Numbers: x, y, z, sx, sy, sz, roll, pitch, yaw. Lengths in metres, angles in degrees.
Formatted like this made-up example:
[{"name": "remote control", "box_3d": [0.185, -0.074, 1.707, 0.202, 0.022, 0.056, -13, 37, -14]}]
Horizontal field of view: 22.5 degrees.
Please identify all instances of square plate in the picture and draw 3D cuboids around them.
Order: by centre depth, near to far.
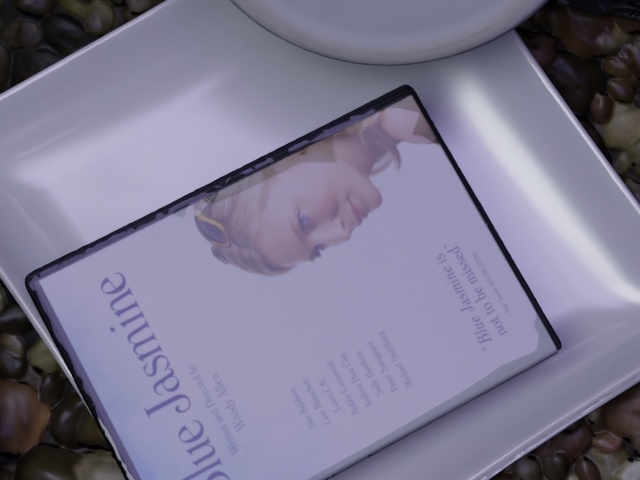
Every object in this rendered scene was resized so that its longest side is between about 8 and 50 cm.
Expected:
[{"name": "square plate", "box_3d": [0.000, 0.000, 0.955, 0.344, 0.049, 0.347, -32, 82, -11]}]

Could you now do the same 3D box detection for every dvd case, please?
[{"name": "dvd case", "box_3d": [-0.015, 0.042, 0.907, 0.253, 0.022, 0.180, -28, 81, -10]}]

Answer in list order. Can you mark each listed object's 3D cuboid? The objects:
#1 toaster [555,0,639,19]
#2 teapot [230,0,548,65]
[{"name": "toaster", "box_3d": [0.253, -0.208, 0.985, 0.227, 0.129, 0.146, 13, 74, -1]}, {"name": "teapot", "box_3d": [0.035, -0.233, 0.898, 0.256, 0.252, 0.187, 27, 34, -17]}]
